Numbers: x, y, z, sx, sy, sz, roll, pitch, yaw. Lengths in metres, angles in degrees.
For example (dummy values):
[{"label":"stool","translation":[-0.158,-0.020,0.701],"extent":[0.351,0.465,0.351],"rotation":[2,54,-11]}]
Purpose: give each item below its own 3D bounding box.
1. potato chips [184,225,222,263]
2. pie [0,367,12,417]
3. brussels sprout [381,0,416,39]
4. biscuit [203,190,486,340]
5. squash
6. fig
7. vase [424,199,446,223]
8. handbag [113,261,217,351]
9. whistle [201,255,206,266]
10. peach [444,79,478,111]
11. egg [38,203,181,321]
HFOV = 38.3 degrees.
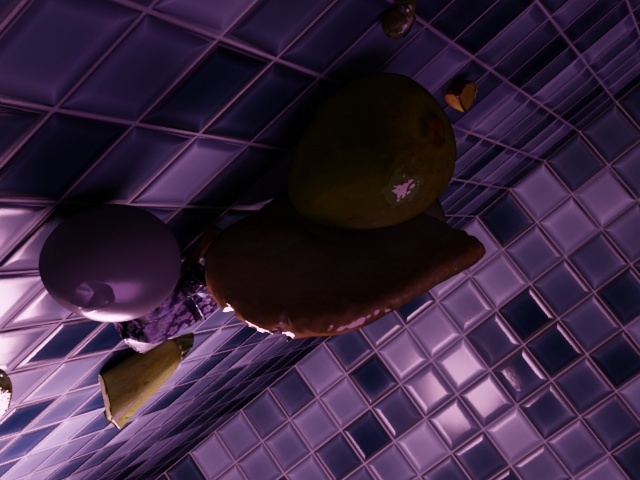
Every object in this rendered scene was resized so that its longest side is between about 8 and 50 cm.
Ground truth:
[{"label":"potato chips","translation":[-0.247,0.033,1.838],"extent":[0.037,0.026,0.204],"rotation":[-30,165,-42]},{"label":"pie","translation":[-0.683,0.320,1.630],"extent":[0.323,0.070,0.323],"rotation":[-35,165,-11]},{"label":"brussels sprout","translation":[0.127,-0.351,1.431],"extent":[0.051,0.046,0.083],"rotation":[-36,167,-32]},{"label":"biscuit","translation":[0.000,0.020,1.707],"extent":[0.446,0.429,0.104],"rotation":[-27,130,-32]},{"label":"squash","translation":[-0.416,0.299,2.183],"extent":[0.287,0.137,0.137],"rotation":[-45,169,-18]},{"label":"fig","translation":[0.078,-0.138,1.612],"extent":[0.326,0.258,0.258],"rotation":[-31,173,41]},{"label":"vase","translation":[0.114,-0.015,2.235],"extent":[0.302,0.240,0.329],"rotation":[-15,-179,-28]},{"label":"handbag","translation":[-0.299,0.124,1.786],"extent":[0.208,0.126,0.228],"rotation":[-31,168,-10]},{"label":"whistle","translation":[-0.156,0.026,1.958],"extent":[0.258,0.067,0.126],"rotation":[-29,163,-39]},{"label":"peach","translation":[0.295,-0.311,1.971],"extent":[0.083,0.050,0.077],"rotation":[-36,147,-47]},{"label":"egg","translation":[-0.309,0.033,1.357],"extent":[0.176,0.176,0.232],"rotation":[-41,164,20]}]
